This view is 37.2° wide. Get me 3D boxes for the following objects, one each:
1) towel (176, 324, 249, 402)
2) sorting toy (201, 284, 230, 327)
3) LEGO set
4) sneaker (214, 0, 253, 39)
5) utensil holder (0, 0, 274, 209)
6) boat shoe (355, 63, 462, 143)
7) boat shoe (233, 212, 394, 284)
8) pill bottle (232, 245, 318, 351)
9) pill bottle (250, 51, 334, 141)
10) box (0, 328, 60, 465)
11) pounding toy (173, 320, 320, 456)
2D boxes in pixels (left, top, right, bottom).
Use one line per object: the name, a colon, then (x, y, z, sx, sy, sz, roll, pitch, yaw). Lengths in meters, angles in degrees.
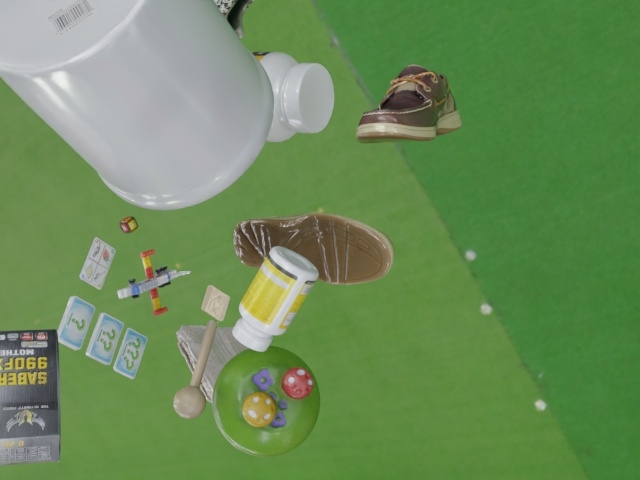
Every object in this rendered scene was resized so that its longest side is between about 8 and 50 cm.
towel: (-0.199, 0.267, 2.101, 0.282, 0.187, 0.049, 47, 127, 52)
sorting toy: (-0.217, 0.140, 1.954, 0.062, 0.012, 0.083, 26, 105, 33)
LEGO set: (-0.322, 0.088, 1.594, 0.060, 0.244, 0.182, -3, 151, 38)
sneaker: (-0.125, -0.544, 1.797, 0.182, 0.158, 0.410, 46, 131, 13)
utensil holder: (-0.289, -0.275, 1.438, 0.327, 0.328, 0.385, 23, 165, 28)
boat shoe: (0.148, -0.230, 1.580, 0.123, 0.342, 0.123, 1, 101, 28)
boat shoe: (0.000, 0.000, 1.704, 0.341, 0.110, 0.122, 9, 106, 37)
pill bottle: (-0.056, 0.071, 1.124, 0.065, 0.065, 0.116, 35, 103, 17)
pill bottle: (-0.148, -0.306, 2.015, 0.333, 0.188, 0.188, 7, 124, 31)
box: (-0.448, 0.198, 1.200, 0.183, 0.231, 0.056, -108, 24, -47)
pounding toy: (-0.100, 0.243, 1.537, 0.236, 0.183, 0.110, 26, 159, -10)
